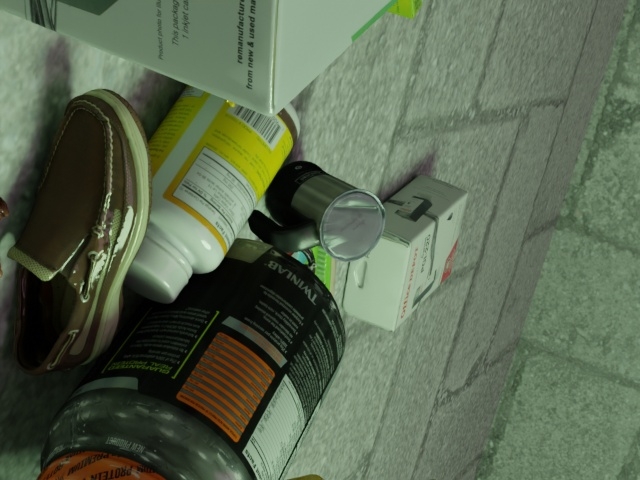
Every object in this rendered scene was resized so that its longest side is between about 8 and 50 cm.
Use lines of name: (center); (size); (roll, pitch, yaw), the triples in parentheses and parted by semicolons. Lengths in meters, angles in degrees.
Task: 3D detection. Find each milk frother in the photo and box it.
milk frother: (0.000, 0.000, 1.355); (0.129, 0.135, 0.143); (-37, 121, -13)

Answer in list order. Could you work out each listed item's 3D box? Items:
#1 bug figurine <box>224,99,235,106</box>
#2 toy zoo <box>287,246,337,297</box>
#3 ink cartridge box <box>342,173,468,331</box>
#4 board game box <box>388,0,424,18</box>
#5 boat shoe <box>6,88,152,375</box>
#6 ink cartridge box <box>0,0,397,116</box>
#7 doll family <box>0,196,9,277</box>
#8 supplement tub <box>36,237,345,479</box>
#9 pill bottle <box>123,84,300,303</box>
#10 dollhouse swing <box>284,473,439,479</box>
bug figurine: (-0.086, -0.257, 1.022); (0.216, 0.072, 0.279); (-60, 150, -35)
toy zoo: (-0.061, 0.089, 1.474); (0.293, 0.030, 0.192); (-45, 149, -45)
ink cartridge box: (0.129, 0.015, 1.778); (0.218, 0.092, 0.158); (-36, 141, -51)
board game box: (0.108, -0.368, 1.435); (0.092, 0.043, 0.181); (-58, 156, -26)
boat shoe: (-0.205, 0.004, 0.972); (0.095, 0.095, 0.257); (-27, 135, -51)
ink cartridge box: (-0.098, -0.221, 0.751); (0.211, 0.289, 0.121); (-48, 153, -42)
doll family: (-0.286, -0.001, 0.807); (0.193, 0.076, 0.111); (49, 60, -72)
supplement tub: (-0.119, 0.165, 1.099); (0.338, 0.207, 0.207); (-58, 158, -51)
pill bottle: (-0.115, -0.052, 1.095); (0.215, 0.117, 0.117); (-59, 157, -22)
dollhouse swing: (0.039, 0.517, 1.560); (0.347, 0.305, 0.315); (-97, -167, -59)
